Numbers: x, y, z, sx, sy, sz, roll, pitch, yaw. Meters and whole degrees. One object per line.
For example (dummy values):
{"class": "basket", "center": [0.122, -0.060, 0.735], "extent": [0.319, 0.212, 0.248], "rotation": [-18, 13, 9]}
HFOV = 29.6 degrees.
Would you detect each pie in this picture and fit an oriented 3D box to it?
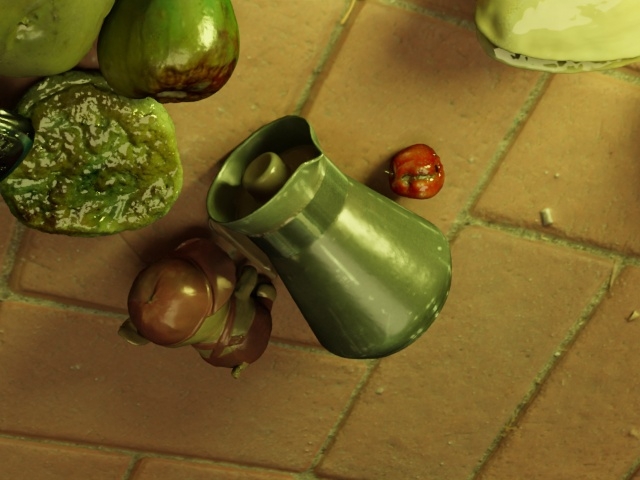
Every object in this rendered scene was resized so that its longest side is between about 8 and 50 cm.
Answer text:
{"class": "pie", "center": [-0.325, -0.113, 1.724], "extent": [0.277, 0.079, 0.277], "rotation": [-8, 131, -9]}

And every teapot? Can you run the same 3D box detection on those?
{"class": "teapot", "center": [0.000, 0.000, 1.812], "extent": [0.300, 0.253, 0.344], "rotation": [-13, 133, 43]}

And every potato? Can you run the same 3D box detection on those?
{"class": "potato", "center": [-0.376, -0.342, 1.422], "extent": [0.243, 0.221, 0.326], "rotation": [-30, 125, 15]}

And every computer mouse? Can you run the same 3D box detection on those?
{"class": "computer mouse", "center": [-0.481, -0.117, 1.612], "extent": [0.233, 0.096, 0.137], "rotation": [-13, 152, 44]}

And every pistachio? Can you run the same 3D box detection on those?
{"class": "pistachio", "center": [0.351, -0.334, 1.604], "extent": [0.331, 0.208, 0.226], "rotation": [-15, 88, -10]}

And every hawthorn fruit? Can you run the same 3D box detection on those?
{"class": "hawthorn fruit", "center": [0.142, -0.101, 1.838], "extent": [0.093, 0.093, 0.093], "rotation": [-6, 131, -7]}

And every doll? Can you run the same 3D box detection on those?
{"class": "doll", "center": [-0.187, 0.101, 1.891], "extent": [0.256, 0.152, 0.196], "rotation": [30, 87, -49]}

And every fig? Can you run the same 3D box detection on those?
{"class": "fig", "center": [-0.192, -0.267, 1.568], "extent": [0.181, 0.181, 0.191], "rotation": [12, 100, -22]}

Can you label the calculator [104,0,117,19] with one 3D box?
{"class": "calculator", "center": [-0.272, -0.349, 1.573], "extent": [0.094, 0.019, 0.141], "rotation": [1, 129, -17]}
